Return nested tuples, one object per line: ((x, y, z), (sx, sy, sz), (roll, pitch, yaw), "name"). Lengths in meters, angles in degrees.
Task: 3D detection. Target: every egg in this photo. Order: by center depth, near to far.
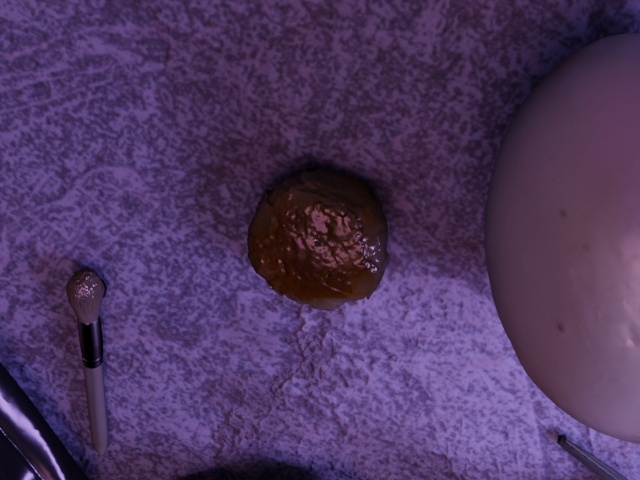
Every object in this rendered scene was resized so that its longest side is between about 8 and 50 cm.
((0.278, -0.001, 0.768), (0.283, 0.283, 0.345), (-16, 114, 17), "egg")

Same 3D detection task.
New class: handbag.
((-0.482, 0.262, 1.129), (0.287, 0.152, 0.342), (-10, 120, 28), "handbag")

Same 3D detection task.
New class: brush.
((-0.268, 0.154, 1.090), (0.039, 0.042, 0.299), (15, 128, 15), "brush")

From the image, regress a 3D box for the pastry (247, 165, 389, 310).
((-0.002, 0.001, 0.925), (0.153, 0.081, 0.153), (5, 127, 7), "pastry")

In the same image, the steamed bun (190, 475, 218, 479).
((-0.154, 0.392, 1.178), (0.175, 0.106, 0.145), (-33, 115, 21), "steamed bun")

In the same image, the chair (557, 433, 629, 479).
((0.338, 0.402, 1.069), (0.274, 0.203, 0.191), (31, 133, -2), "chair")
